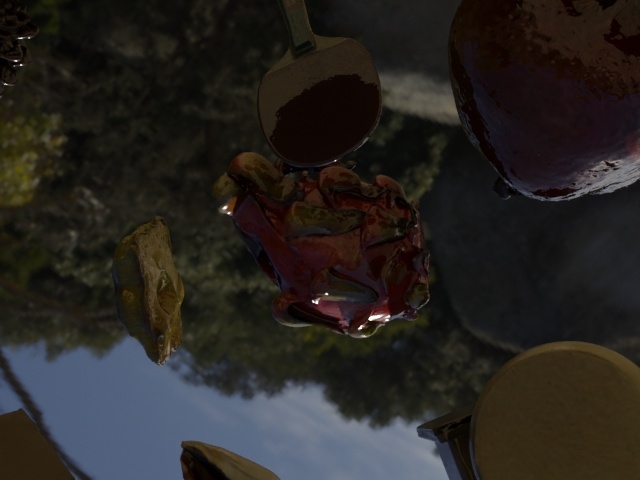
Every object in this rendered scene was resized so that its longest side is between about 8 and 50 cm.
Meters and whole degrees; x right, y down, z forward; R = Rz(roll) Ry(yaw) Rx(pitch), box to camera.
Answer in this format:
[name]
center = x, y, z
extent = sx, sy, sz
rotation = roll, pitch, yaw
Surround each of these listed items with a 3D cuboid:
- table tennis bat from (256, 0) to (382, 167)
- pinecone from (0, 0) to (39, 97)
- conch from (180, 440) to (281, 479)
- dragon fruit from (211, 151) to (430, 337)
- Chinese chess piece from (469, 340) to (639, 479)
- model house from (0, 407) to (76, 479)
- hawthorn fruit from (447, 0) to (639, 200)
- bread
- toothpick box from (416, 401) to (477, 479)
[table tennis bat]
center = -0.012, -0.203, 1.481
extent = 0.021, 0.154, 0.274
rotation = 51, -160, -55
[pinecone]
center = -0.337, -0.165, 1.033
extent = 0.163, 0.165, 0.163
rotation = 41, -158, -20
[conch]
center = -0.114, 0.327, 1.638
extent = 0.094, 0.104, 0.176
rotation = 4, 142, 42
[dragon fruit]
center = 0.016, -0.008, 1.646
extent = 0.307, 0.243, 0.227
rotation = 63, 174, -12
[Chinese chess piece]
center = 0.329, 0.267, 1.631
extent = 0.273, 0.273, 0.102
rotation = 42, -172, 19
[model house]
center = -0.423, 0.360, 1.492
extent = 0.181, 0.248, 0.176
rotation = 44, -151, 28
[hawthorn fruit]
center = 0.280, -0.180, 1.297
extent = 0.295, 0.295, 0.311
rotation = 45, 167, 33
[bread]
center = -0.286, 0.086, 2.055
extent = 0.161, 0.088, 0.233
rotation = -37, -64, -68
[toothpick box]
center = 0.291, 0.383, 1.818
extent = 0.190, 0.187, 0.308
rotation = 133, 116, -81
